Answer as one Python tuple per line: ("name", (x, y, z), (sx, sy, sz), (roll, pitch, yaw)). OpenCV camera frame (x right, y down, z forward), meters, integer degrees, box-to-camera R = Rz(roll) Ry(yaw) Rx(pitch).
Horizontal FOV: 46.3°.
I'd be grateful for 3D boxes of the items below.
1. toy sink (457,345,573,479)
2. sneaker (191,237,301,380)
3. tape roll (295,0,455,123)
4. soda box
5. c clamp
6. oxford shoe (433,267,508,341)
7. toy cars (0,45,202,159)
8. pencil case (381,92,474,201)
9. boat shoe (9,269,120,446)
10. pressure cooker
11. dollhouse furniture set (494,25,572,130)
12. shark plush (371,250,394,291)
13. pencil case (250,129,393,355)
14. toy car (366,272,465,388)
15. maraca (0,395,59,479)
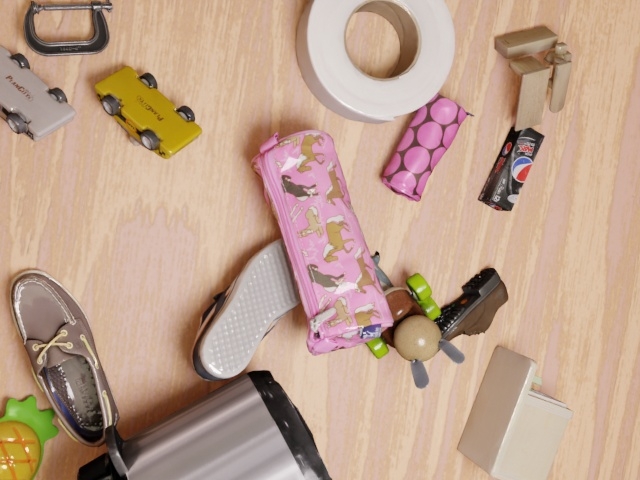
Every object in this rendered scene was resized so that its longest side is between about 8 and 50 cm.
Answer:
("toy sink", (0.397, 0.350, 1.488), (0.131, 0.153, 0.234), (21, 87, -15))
("sneaker", (-0.127, 0.119, 1.358), (0.126, 0.127, 0.321), (46, 57, -8))
("tape roll", (0.101, -0.362, 1.385), (0.286, 0.100, 0.287), (-1, 94, -15))
("soda box", (0.381, -0.144, 1.494), (0.053, 0.060, 0.169), (25, 87, -14))
("c clamp", (-0.428, -0.379, 1.276), (0.160, 0.022, 0.137), (-16, 91, -24))
("oxford shoe", (0.289, 0.163, 1.483), (0.227, 0.083, 0.096), (-39, 107, -8))
("toy cars", (-0.400, -0.218, 1.269), (0.393, 0.087, 0.177), (7, 57, -13))
("pencil case", (0.202, -0.175, 1.434), (0.095, 0.098, 0.209), (30, 87, 29))
("boat shoe", (-0.441, 0.203, 1.286), (0.116, 0.096, 0.325), (-22, 99, -12))
("pressure cooker", (-0.185, 0.462, 1.239), (0.420, 0.376, 0.370), (-26, 67, -11))
("dollhouse furniture set", (0.416, -0.322, 1.480), (0.144, 0.151, 0.123), (-16, 133, -13))
("shark plush", (0.090, 0.043, 1.452), (0.067, 0.073, 0.161), (-22, 78, -31))
("pencil case", (0.000, 0.000, 1.312), (0.160, 0.167, 0.387), (-17, 80, -3))
("toy car", (0.179, 0.184, 1.382), (0.155, 0.188, 0.149), (-35, 138, -5))
("maraca", (-0.530, 0.357, 1.278), (0.127, 0.099, 0.186), (45, 57, -23))
